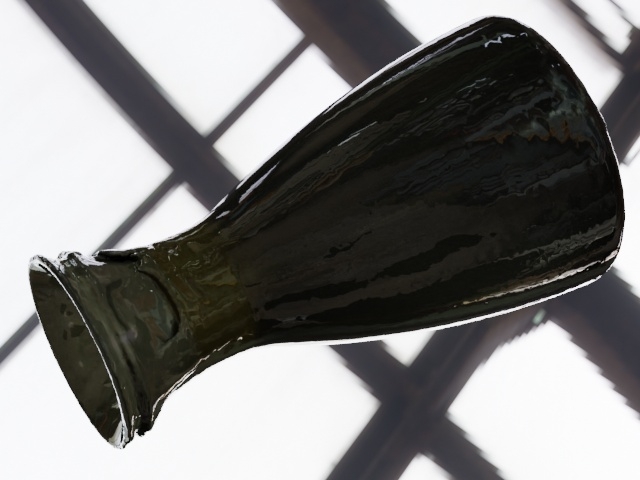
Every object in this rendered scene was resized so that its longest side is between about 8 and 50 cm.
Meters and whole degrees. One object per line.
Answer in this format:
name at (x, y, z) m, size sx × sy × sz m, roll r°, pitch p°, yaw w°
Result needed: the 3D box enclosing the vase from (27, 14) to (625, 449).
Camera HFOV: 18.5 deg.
vase at (0.000, 0.000, 1.138) m, size 0.173 × 0.321 × 0.173 m, roll 54°, pitch -22°, yaw 34°
